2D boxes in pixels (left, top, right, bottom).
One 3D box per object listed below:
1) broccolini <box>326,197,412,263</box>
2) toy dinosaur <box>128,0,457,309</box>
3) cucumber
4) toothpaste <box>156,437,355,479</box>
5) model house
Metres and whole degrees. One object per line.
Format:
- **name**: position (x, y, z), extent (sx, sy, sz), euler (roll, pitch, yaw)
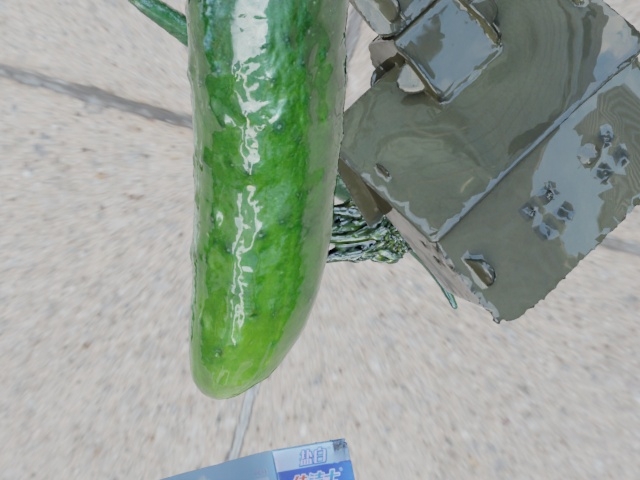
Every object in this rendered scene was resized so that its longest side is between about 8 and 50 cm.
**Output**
- **broccolini**: position (-0.002, -0.010, 1.541), extent (0.203, 0.068, 0.091), euler (-6, 57, -12)
- **toy dinosaur**: position (-0.036, -0.116, 1.573), extent (0.087, 0.301, 0.447), euler (-45, 72, 9)
- **cucumber**: position (-0.020, -0.043, 0.574), extent (0.056, 0.056, 0.250), euler (2, 125, -2)
- **toothpaste**: position (-0.064, 0.195, 1.281), extent (0.066, 0.272, 0.053), euler (-7, 81, -30)
- **model house**: position (0.096, -0.105, 1.194), extent (0.211, 0.204, 0.243), euler (-43, 106, -10)
